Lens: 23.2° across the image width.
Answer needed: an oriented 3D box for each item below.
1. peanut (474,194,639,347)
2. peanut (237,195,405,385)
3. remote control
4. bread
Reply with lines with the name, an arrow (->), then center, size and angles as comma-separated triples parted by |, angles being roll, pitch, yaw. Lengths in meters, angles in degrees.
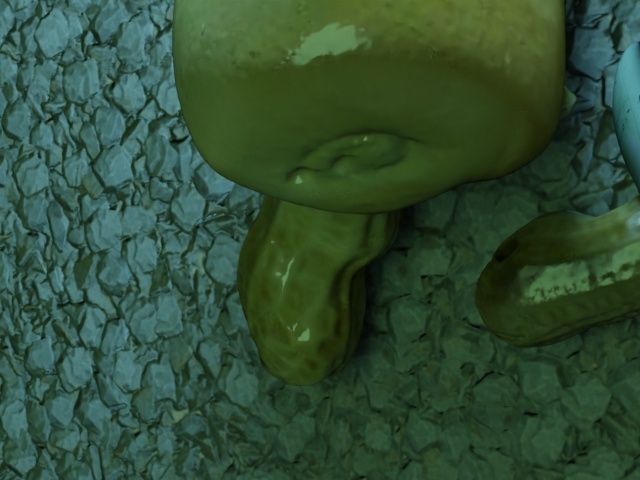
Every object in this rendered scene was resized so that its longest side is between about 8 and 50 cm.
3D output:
peanut -> 0.247, 0.019, 1.416 | 0.236, 0.120, 0.110 | -27, 114, 25
peanut -> 0.000, 0.000, 1.553 | 0.147, 0.147, 0.305 | 30, 110, 27
remote control -> 0.281, -0.078, 1.335 | 0.045, 0.256, 0.097 | -3, 132, 2
bread -> 0.037, -0.236, 1.388 | 0.348, 0.253, 0.376 | -6, 55, 21
